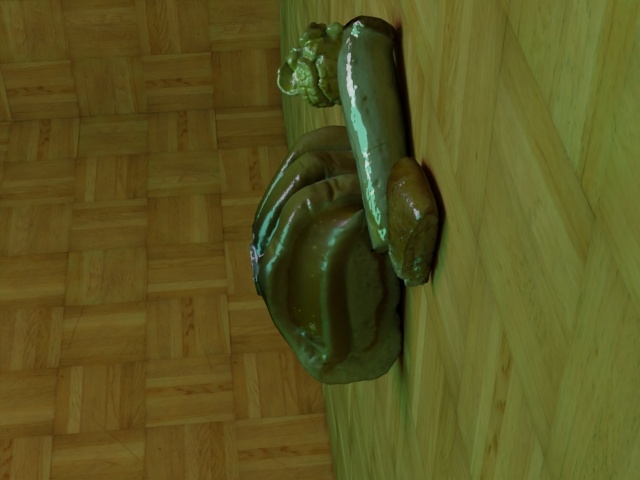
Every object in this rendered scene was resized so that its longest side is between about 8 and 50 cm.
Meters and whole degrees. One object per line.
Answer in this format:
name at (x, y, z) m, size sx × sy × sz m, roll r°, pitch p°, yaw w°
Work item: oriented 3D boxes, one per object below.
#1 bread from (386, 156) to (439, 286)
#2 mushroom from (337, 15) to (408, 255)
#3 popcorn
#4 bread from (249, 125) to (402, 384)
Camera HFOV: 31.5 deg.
bread at (0.106, -0.024, 1.285) m, size 0.136 × 0.054 × 0.154 m, roll 156°, pitch 107°, yaw -82°
mushroom at (0.070, -0.137, 1.441) m, size 0.100 × 0.081 × 0.312 m, roll 77°, pitch -174°, yaw -80°
popcorn at (0.012, -0.282, 1.848) m, size 0.135 × 0.162 × 0.141 m, roll 50°, pitch -166°, yaw 11°
bread at (0.000, 0.000, 1.666) m, size 0.341 × 0.210 × 0.300 m, roll -99°, pitch 9°, yaw -53°
